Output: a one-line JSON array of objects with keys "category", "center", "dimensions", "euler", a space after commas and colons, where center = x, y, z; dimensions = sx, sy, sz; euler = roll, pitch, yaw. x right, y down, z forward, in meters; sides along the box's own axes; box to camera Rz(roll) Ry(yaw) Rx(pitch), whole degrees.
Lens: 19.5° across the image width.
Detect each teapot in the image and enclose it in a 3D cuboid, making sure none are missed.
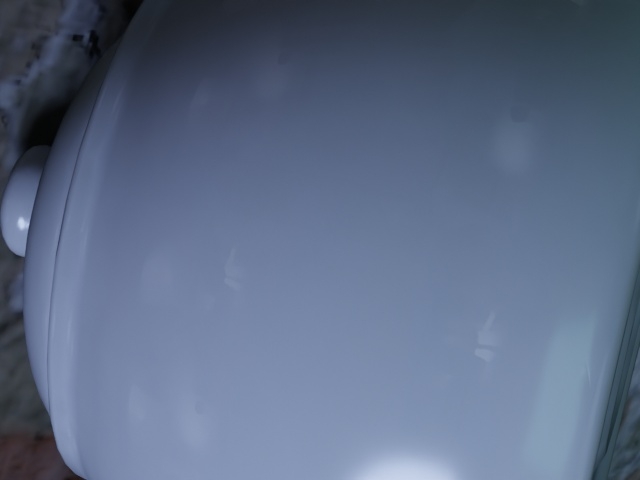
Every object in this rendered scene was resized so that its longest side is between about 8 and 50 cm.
[{"category": "teapot", "center": [0.000, 0.000, 0.529], "dimensions": [0.252, 0.187, 0.256], "euler": [78, 29, -66]}]
